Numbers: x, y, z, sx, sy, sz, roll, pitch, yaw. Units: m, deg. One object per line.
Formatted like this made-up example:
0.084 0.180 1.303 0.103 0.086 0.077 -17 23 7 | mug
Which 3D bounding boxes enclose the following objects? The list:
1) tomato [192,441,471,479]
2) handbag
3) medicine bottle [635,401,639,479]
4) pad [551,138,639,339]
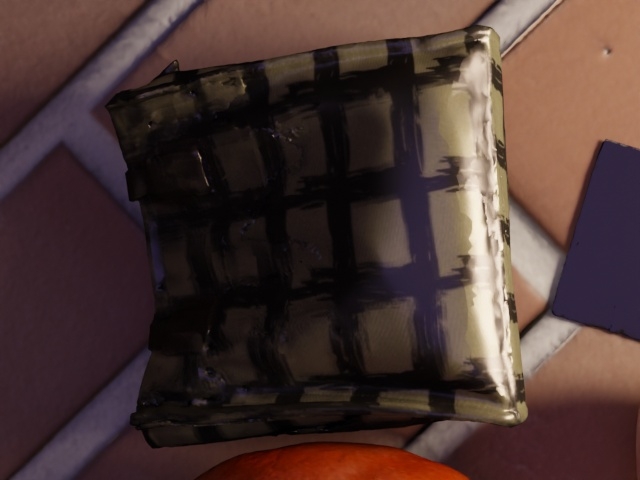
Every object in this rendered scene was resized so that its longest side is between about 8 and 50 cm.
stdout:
0.006 0.319 0.937 0.341 0.273 0.341 0 102 -1 | tomato
0.000 0.000 1.006 0.327 0.162 0.325 -6 87 10 | handbag
0.410 0.176 0.996 0.274 0.133 0.133 4 90 1 | medicine bottle
0.341 0.022 1.061 0.243 0.004 0.163 17 91 2 | pad
